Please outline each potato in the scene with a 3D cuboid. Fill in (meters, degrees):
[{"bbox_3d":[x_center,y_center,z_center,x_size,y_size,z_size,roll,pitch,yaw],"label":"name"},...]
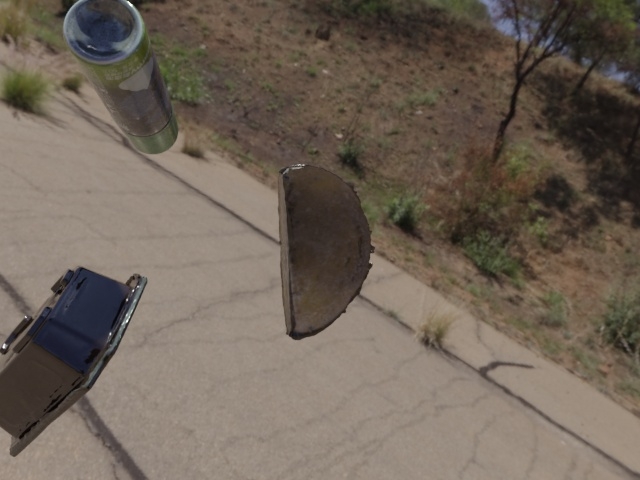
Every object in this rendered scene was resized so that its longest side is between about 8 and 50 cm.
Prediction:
[{"bbox_3d":[0.000,-0.003,0.750,0.120,0.261,0.100,-7,33,-12],"label":"potato"}]

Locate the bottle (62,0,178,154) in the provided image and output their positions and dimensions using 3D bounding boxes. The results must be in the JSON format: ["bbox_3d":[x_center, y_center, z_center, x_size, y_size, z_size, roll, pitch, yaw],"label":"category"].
[{"bbox_3d":[-0.267,-0.214,0.804,0.093,0.093,0.330,27,-12,-2],"label":"bottle"}]

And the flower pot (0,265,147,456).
[{"bbox_3d":[-0.318,0.127,0.667,0.084,0.251,0.179,37,31,-22],"label":"flower pot"}]
